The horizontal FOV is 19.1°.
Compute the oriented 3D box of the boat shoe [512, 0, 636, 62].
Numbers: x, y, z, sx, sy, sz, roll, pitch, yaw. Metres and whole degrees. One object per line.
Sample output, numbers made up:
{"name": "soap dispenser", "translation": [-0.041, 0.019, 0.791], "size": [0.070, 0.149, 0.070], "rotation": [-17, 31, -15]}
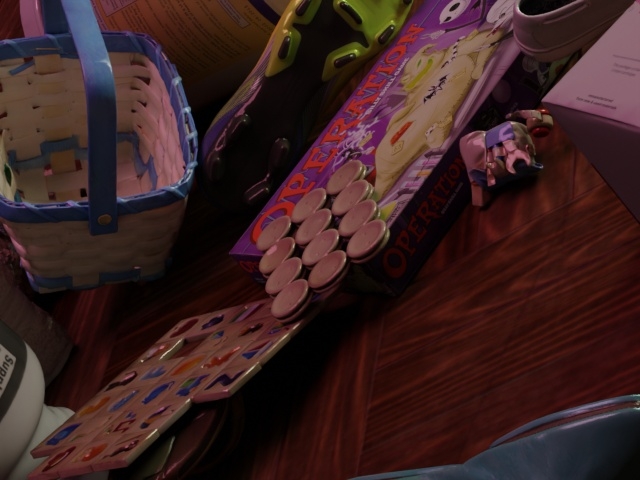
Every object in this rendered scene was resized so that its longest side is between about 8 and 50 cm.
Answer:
{"name": "boat shoe", "translation": [0.224, -0.211, 1.460], "size": [0.184, 0.063, 0.066], "rotation": [-30, 59, -2]}

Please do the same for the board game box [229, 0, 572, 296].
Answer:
{"name": "board game box", "translation": [0.088, -0.102, 1.559], "size": [0.347, 0.056, 0.208], "rotation": [-53, 22, -20]}

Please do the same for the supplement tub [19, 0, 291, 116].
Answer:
{"name": "supplement tub", "translation": [-0.114, -0.264, 1.879], "size": [0.331, 0.241, 0.241], "rotation": [-22, 32, 38]}

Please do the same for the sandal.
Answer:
{"name": "sandal", "translation": [-0.095, 0.141, 1.439], "size": [0.090, 0.060, 0.219], "rotation": [-26, 14, 14]}

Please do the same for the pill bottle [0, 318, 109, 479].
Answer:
{"name": "pill bottle", "translation": [-0.351, 0.113, 1.491], "size": [0.210, 0.363, 0.210], "rotation": [-34, 27, 20]}

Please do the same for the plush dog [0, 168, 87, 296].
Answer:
{"name": "plush dog", "translation": [-0.377, -0.015, 1.841], "size": [0.210, 0.225, 0.262], "rotation": [-30, 9, 34]}

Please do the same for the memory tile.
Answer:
{"name": "memory tile", "translation": [0.000, 0.000, 1.463], "size": [0.113, 0.012, 0.148], "rotation": [-39, 26, 11]}

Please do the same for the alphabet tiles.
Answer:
{"name": "alphabet tiles", "translation": [-0.111, 0.108, 1.440], "size": [0.198, 0.009, 0.237], "rotation": [-15, 20, 44]}

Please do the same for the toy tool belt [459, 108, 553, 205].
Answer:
{"name": "toy tool belt", "translation": [0.142, -0.060, 1.417], "size": [0.083, 0.052, 0.051], "rotation": [-25, 62, 41]}

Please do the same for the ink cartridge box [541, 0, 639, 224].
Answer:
{"name": "ink cartridge box", "translation": [0.260, -0.098, 1.194], "size": [0.176, 0.128, 0.127], "rotation": [-46, 25, -8]}

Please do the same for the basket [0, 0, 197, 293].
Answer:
{"name": "basket", "translation": [-0.213, -0.107, 1.680], "size": [0.201, 0.289, 0.255], "rotation": [-5, 43, -14]}

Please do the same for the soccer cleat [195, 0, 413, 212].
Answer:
{"name": "soccer cleat", "translation": [-0.018, -0.153, 1.698], "size": [0.289, 0.093, 0.121], "rotation": [-55, 12, 2]}

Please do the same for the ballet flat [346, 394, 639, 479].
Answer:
{"name": "ballet flat", "translation": [0.105, 0.161, 1.097], "size": [0.247, 0.083, 0.087], "rotation": [-23, 56, 37]}

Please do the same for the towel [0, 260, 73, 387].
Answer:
{"name": "towel", "translation": [-0.356, 0.140, 1.664], "size": [0.049, 0.187, 0.282], "rotation": [27, 71, 42]}
